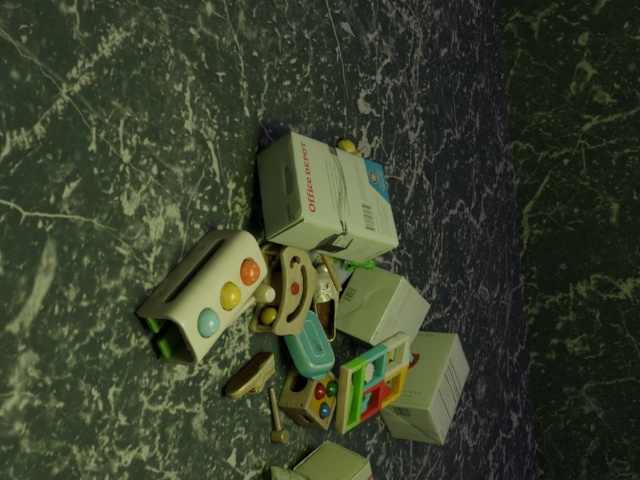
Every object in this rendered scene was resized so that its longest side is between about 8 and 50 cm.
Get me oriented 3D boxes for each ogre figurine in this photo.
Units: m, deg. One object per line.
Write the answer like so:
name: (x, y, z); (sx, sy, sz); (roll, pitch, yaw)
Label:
ogre figurine: (0.090, 0.012, 1.993); (0.197, 0.096, 0.118); (41, 37, -70)

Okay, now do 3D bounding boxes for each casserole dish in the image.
casserole dish: (-0.027, 0.237, 1.858); (0.114, 0.037, 0.188); (-4, 64, -44)

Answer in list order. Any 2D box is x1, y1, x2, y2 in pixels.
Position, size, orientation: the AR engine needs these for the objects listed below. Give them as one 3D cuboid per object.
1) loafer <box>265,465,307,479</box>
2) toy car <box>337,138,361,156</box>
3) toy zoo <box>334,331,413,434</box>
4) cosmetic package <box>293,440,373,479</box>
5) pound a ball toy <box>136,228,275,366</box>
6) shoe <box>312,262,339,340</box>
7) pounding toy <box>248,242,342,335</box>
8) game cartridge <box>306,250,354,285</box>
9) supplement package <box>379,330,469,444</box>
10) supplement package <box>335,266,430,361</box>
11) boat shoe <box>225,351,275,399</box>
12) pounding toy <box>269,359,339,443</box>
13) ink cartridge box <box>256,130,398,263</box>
loafer: (-0.127, 0.661, 1.745); (0.111, 0.112, 0.320); (29, 61, -16)
toy car: (0.088, -0.127, 2.114); (0.239, 0.053, 0.225); (56, 45, -44)
toy zoo: (0.148, 0.354, 2.022); (0.293, 0.030, 0.192); (-20, 124, -44)
cosmetic package: (0.054, 0.663, 1.936); (0.129, 0.153, 0.296); (-33, 124, -36)
pound a ball toy: (-0.192, 0.125, 1.572); (0.319, 0.135, 0.208); (-53, 133, -44)
shoe: (0.015, 0.152, 1.922); (0.058, 0.076, 0.219); (-120, -157, -53)
pounding toy: (-0.054, 0.091, 1.777); (0.154, 0.154, 0.270); (43, 58, -48)
game cartridge: (0.000, 0.000, 1.974); (0.196, 0.060, 0.294); (-42, 126, -46)
supplement package: (0.314, 0.439, 2.387); (0.293, 0.177, 0.175); (-60, 138, -40)
supplement package: (0.160, 0.196, 2.108); (0.194, 0.149, 0.203); (-61, 143, -11)
boat shoe: (-0.146, 0.307, 1.724); (0.170, 0.063, 0.059); (-39, 118, -53)
pounding toy: (-0.043, 0.390, 1.869); (0.181, 0.094, 0.206); (54, 46, -45)
ink cartridge box: (0.016, -0.091, 1.795); (0.307, 0.129, 0.223); (15, 58, -43)
